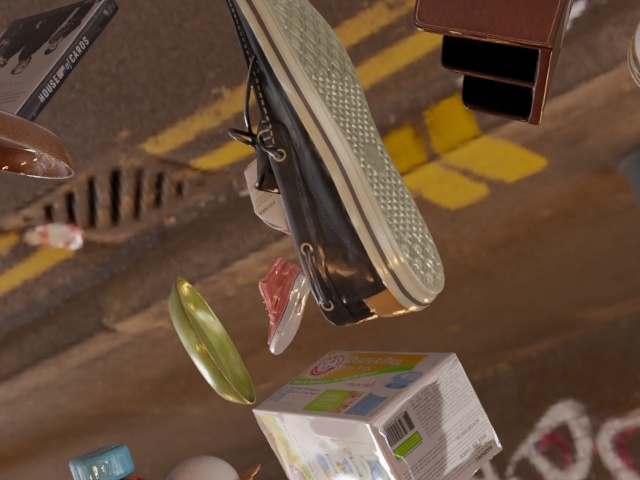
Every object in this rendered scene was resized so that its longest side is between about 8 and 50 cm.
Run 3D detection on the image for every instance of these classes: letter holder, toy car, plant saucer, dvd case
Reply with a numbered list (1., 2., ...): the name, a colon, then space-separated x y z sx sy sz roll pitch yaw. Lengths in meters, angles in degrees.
1. letter holder: 0.261 -0.346 1.905 0.214 0.301 0.152 13 141 11
2. toy car: -0.193 0.363 1.745 0.238 0.219 0.210 -19 177 -18
3. plant saucer: -0.184 0.171 2.072 0.037 0.241 0.241 -31 160 4
4. dvd case: -0.355 -0.188 1.468 0.179 0.238 0.029 -6 133 37
5. plant saucer: -0.289 -0.090 1.080 0.169 0.029 0.168 12 171 2

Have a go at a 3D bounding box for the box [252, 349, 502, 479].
1. box: 0.047 0.173 1.167 0.114 0.103 0.203 -35 -165 -30

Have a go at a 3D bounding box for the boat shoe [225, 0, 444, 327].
1. boat shoe: -0.018 -0.121 1.554 0.156 0.500 0.187 -30 166 25

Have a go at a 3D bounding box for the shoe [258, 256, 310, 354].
1. shoe: -0.078 0.120 2.359 0.063 0.081 0.178 -18 132 -59

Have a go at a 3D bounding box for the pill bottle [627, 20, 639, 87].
1. pill bottle: 0.491 -0.266 1.722 0.131 0.131 0.229 -19 176 8

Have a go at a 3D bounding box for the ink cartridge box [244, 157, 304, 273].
1. ink cartridge box: 0.000 0.000 1.741 0.189 0.232 0.066 24 129 -37
